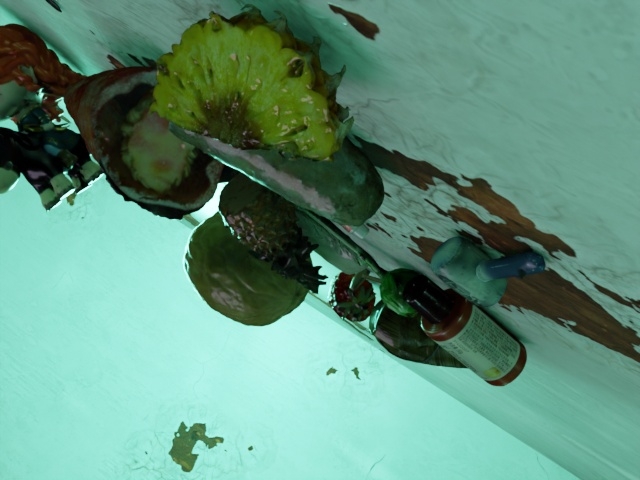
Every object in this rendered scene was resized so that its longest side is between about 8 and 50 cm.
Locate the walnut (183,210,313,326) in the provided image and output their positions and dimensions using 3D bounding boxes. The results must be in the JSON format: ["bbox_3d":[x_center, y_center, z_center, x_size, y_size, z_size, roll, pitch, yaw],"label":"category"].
[{"bbox_3d":[-0.177,0.057,1.825,0.333,0.332,0.333,33,170,6],"label":"walnut"}]

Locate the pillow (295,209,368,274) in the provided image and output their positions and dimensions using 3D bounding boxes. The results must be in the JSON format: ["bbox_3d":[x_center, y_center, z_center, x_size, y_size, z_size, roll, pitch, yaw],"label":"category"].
[{"bbox_3d":[0.000,0.000,1.621,0.229,0.051,0.128,33,159,-5],"label":"pillow"}]

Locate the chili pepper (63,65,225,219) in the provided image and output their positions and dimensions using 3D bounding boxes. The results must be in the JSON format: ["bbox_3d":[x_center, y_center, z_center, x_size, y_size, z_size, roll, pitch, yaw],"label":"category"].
[{"bbox_3d":[-0.319,-0.182,1.291,0.251,0.229,0.305,24,178,-37],"label":"chili pepper"}]

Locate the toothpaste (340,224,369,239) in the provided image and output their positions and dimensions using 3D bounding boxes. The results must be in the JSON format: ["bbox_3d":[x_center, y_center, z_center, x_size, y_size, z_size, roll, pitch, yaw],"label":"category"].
[{"bbox_3d":[-0.003,-0.079,1.317,0.218,0.033,0.052,40,166,-6],"label":"toothpaste"}]

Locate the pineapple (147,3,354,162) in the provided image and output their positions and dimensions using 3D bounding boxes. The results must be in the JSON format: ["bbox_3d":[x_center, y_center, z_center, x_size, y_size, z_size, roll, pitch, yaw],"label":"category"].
[{"bbox_3d":[-0.050,-0.186,0.799,0.250,0.164,0.139,22,126,36],"label":"pineapple"}]

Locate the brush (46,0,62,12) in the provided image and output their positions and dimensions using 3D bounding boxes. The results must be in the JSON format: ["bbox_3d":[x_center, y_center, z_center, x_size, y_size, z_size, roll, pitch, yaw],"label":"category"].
[{"bbox_3d":[-0.476,-0.420,1.273,0.083,0.008,0.024,39,171,-26],"label":"brush"}]

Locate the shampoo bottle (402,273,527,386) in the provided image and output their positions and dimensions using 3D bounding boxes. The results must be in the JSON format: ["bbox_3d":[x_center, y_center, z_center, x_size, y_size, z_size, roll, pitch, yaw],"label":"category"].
[{"bbox_3d":[0.261,0.160,1.378,0.278,0.104,0.104,39,169,-25],"label":"shampoo bottle"}]

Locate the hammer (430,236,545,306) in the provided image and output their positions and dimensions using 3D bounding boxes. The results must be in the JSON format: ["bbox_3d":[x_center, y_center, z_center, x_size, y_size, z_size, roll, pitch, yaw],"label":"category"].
[{"bbox_3d":[0.236,0.038,1.013,0.116,0.069,0.194,37,162,-13],"label":"hammer"}]

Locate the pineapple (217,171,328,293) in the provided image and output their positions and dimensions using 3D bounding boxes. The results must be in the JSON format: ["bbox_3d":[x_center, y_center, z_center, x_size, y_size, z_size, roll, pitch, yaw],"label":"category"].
[{"bbox_3d":[-0.090,-0.007,1.520,0.170,0.141,0.310,3,143,36],"label":"pineapple"}]

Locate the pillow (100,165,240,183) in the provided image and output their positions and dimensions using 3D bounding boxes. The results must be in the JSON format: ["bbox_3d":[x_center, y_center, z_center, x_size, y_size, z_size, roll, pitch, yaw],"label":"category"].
[{"bbox_3d":[-0.289,-0.144,1.507,0.189,0.034,0.256,26,-150,33],"label":"pillow"}]

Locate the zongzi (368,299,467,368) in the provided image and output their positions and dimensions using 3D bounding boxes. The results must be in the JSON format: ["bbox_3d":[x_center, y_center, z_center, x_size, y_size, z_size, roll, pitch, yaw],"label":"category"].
[{"bbox_3d":[0.258,0.216,1.653,0.300,0.138,0.286,20,176,1],"label":"zongzi"}]

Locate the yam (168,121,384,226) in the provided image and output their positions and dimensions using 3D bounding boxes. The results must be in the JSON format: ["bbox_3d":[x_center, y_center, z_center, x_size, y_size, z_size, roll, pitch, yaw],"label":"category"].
[{"bbox_3d":[-0.063,-0.130,0.973,0.330,0.133,0.133,33,171,-5],"label":"yam"}]

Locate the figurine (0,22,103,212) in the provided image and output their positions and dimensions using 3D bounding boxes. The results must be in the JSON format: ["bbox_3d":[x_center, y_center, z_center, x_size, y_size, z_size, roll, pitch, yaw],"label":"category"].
[{"bbox_3d":[-0.644,-0.264,1.630,0.306,0.411,0.241,-6,169,-31],"label":"figurine"}]

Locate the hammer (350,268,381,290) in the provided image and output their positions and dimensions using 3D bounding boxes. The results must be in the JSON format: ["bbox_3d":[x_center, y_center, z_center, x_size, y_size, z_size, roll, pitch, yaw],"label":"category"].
[{"bbox_3d":[0.138,0.101,1.671,0.028,0.060,0.195,41,164,-33],"label":"hammer"}]

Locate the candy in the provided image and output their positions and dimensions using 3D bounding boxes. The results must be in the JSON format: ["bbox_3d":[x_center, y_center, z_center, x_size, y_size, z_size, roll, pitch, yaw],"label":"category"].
[{"bbox_3d":[0.080,0.028,1.475,0.323,0.097,0.097,41,172,10],"label":"candy"}]

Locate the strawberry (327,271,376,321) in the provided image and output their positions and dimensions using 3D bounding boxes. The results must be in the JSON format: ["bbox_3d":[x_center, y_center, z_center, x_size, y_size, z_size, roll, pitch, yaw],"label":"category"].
[{"bbox_3d":[0.080,0.137,1.871,0.131,0.131,0.148,36,-160,-8],"label":"strawberry"}]
